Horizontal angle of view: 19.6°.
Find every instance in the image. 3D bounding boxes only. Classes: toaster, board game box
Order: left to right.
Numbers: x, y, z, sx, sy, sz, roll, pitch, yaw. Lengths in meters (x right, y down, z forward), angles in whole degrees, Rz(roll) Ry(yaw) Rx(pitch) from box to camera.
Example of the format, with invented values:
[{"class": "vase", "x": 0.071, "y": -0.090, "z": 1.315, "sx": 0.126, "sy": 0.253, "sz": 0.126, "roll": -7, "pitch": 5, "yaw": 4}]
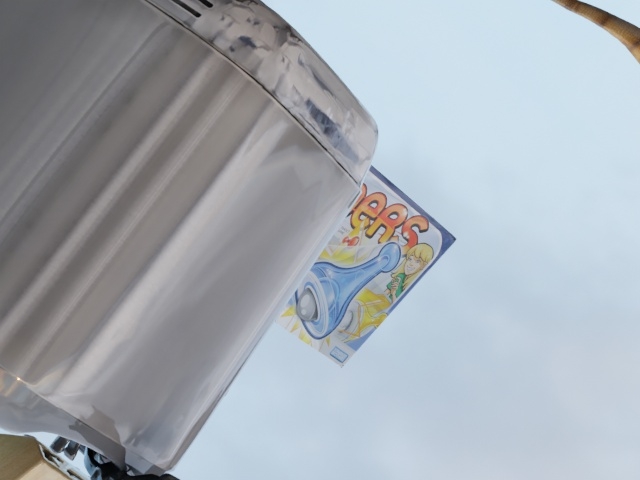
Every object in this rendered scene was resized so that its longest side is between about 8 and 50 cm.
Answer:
[{"class": "toaster", "x": -0.085, "y": -0.025, "z": 0.596, "sx": 0.227, "sy": 0.146, "sz": 0.129, "roll": 35, "pitch": 176, "yaw": 35}, {"class": "board game box", "x": 0.000, "y": 0.000, "z": 1.357, "sx": 0.035, "sy": 0.136, "sz": 0.201, "roll": 45, "pitch": -174, "yaw": 41}]

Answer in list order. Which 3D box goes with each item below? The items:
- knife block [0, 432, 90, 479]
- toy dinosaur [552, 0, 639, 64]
[{"class": "knife block", "x": -0.334, "y": 0.272, "z": 1.474, "sx": 0.275, "sy": 0.242, "sz": 0.088, "roll": 1, "pitch": 153, "yaw": 31}, {"class": "toy dinosaur", "x": 0.202, "y": -0.050, "z": 0.971, "sx": 0.112, "sy": 0.212, "sz": 0.064, "roll": -19, "pitch": -168, "yaw": 0}]
